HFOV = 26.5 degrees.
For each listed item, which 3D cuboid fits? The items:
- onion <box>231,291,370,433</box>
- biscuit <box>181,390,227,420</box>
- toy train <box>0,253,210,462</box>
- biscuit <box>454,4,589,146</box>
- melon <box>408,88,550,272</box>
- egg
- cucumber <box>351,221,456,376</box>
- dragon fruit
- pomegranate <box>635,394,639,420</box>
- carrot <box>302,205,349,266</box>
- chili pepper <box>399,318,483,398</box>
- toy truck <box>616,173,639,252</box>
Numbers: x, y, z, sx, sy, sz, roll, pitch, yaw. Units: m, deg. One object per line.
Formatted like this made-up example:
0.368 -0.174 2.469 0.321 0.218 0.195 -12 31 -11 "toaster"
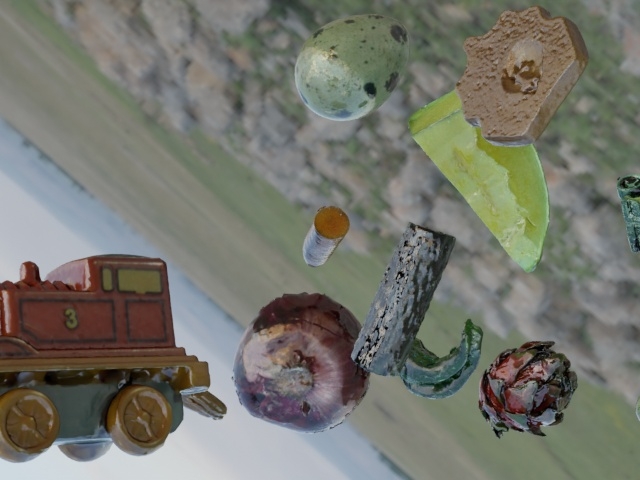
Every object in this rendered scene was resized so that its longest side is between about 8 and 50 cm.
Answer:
-0.033 0.213 2.377 0.252 0.252 0.219 42 -174 -8 "onion"
-0.255 0.171 1.866 0.290 0.041 0.208 30 166 16 "biscuit"
-0.284 0.133 1.505 0.369 0.232 0.163 2 165 -38 "toy train"
0.248 -0.216 1.739 0.034 0.182 0.215 26 -168 -35 "biscuit"
0.288 -0.103 2.288 0.196 0.124 0.323 -27 99 49 "melon"
0.061 -0.313 2.416 0.177 0.228 0.177 54 172 11 "egg"
0.111 0.079 1.860 0.078 0.211 0.062 24 -166 15 "cucumber"
0.383 0.272 2.498 0.188 0.182 0.182 -8 148 25 "dragon fruit"
0.506 0.248 1.993 0.084 0.073 0.073 -3 140 50 "pomegranate"
0.000 0.000 1.735 0.048 0.048 0.139 41 158 4 "carrot"
0.160 0.176 2.072 0.065 0.122 0.279 26 170 -22 "chili pepper"
0.583 -0.085 2.123 0.135 0.259 0.128 26 143 51 "toy truck"
